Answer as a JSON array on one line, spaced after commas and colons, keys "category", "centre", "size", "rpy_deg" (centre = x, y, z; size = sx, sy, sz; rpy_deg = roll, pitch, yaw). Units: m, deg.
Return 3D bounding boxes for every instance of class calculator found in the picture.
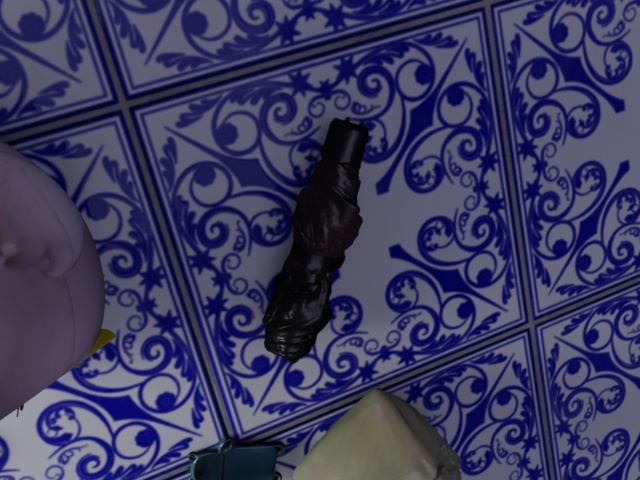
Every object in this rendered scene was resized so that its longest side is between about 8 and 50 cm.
[{"category": "calculator", "centre": [-0.120, 0.320, 1.058], "size": [0.141, 0.019, 0.094], "rpy_deg": [3, 104, -20]}]

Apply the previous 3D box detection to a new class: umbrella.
[{"category": "umbrella", "centre": [0.000, 0.000, 0.967], "size": [0.094, 0.090, 0.326], "rpy_deg": [18, 100, -2]}]

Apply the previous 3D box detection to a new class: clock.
[{"category": "clock", "centre": [-0.410, 0.025, 0.693], "size": [0.368, 0.250, 0.377], "rpy_deg": [-33, 98, 22]}]

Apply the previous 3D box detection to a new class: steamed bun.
[{"category": "steamed bun", "centre": [0.083, 0.348, 1.061], "size": [0.225, 0.170, 0.200], "rpy_deg": [-44, 120, -2]}]

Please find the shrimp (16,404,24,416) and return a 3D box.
[{"category": "shrimp", "centre": [-0.343, 0.107, 0.879], "size": [0.090, 0.079, 0.233], "rpy_deg": [6, 109, -17]}]
